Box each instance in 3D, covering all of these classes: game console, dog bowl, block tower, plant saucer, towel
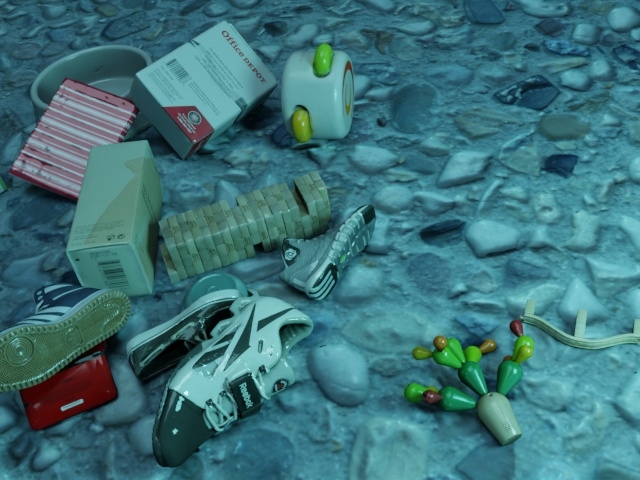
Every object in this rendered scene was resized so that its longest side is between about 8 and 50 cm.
[{"bbox_3d":[-0.420,0.237,1.171,0.144,0.085,0.124,-22,76,-11],"label":"game console"},{"bbox_3d":[-0.558,-0.373,1.753,0.349,0.102,0.348,-5,45,5],"label":"dog bowl"},{"bbox_3d":[-0.144,-0.028,1.337,0.336,0.097,0.091,-20,44,-9],"label":"block tower"},{"bbox_3d":[-0.193,0.097,1.268,0.119,0.021,0.119,-5,44,5],"label":"plant saucer"},{"bbox_3d":[-0.546,-0.228,1.566,0.199,0.031,0.274,21,71,8],"label":"towel"}]

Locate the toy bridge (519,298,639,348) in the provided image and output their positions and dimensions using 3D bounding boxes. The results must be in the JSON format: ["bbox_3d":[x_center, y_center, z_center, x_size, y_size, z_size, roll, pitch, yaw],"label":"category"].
[{"bbox_3d":[0.415,0.140,1.118,0.188,0.026,0.063,9,48,19],"label":"toy bridge"}]

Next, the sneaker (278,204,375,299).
[{"bbox_3d":[0.000,0.000,1.292,0.132,0.086,0.228,18,51,29],"label":"sneaker"}]

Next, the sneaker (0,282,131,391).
[{"bbox_3d":[-0.472,0.152,1.157,0.153,0.099,0.282,8,25,38],"label":"sneaker"}]

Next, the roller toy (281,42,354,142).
[{"bbox_3d":[-0.010,-0.319,1.543,0.146,0.209,0.191,3,7,12],"label":"roller toy"}]

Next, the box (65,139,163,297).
[{"bbox_3d":[-0.392,-0.046,1.362,0.121,0.148,0.311,-8,45,0],"label":"box"}]

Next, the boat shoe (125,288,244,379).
[{"bbox_3d":[-0.217,0.162,1.174,0.219,0.077,0.070,-30,47,-9],"label":"boat shoe"}]

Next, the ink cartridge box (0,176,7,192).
[{"bbox_3d":[-0.814,-0.118,1.487,0.056,0.171,0.235,30,56,34],"label":"ink cartridge box"}]

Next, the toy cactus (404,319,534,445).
[{"bbox_3d":[0.241,0.211,1.035,0.219,0.112,0.180,-16,54,-18],"label":"toy cactus"}]

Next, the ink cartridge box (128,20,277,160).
[{"bbox_3d":[-0.265,-0.346,1.600,0.273,0.114,0.197,-42,94,-28],"label":"ink cartridge box"}]

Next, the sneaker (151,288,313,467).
[{"bbox_3d":[-0.123,0.211,1.069,0.146,0.122,0.330,14,49,25],"label":"sneaker"}]
